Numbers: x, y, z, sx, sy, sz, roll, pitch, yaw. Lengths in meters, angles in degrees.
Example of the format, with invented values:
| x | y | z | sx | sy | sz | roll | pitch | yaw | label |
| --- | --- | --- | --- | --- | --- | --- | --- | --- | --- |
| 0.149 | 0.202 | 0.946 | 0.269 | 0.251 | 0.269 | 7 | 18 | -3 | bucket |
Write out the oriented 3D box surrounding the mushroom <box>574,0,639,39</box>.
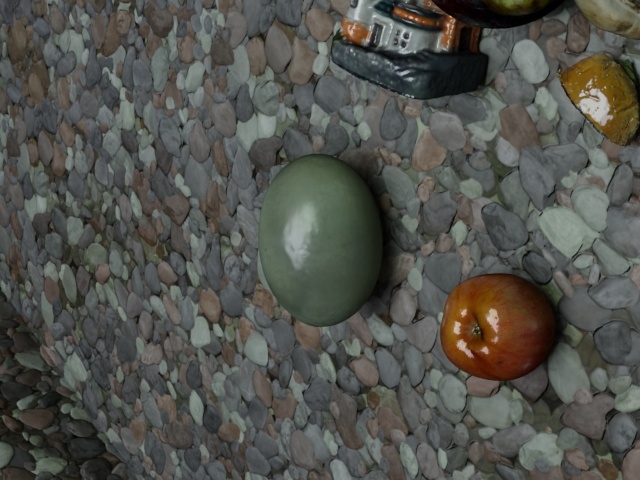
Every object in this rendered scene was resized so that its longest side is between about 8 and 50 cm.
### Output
| x | y | z | sx | sy | sz | roll | pitch | yaw | label |
| --- | --- | --- | --- | --- | --- | --- | --- | --- | --- |
| 0.492 | -0.415 | 1.618 | 0.254 | 0.184 | 0.255 | 2 | 103 | 9 | mushroom |

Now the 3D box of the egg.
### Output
| x | y | z | sx | sy | sz | roll | pitch | yaw | label |
| --- | --- | --- | --- | --- | --- | --- | --- | --- | --- |
| 0.000 | 0.000 | 2.231 | 0.258 | 0.258 | 0.352 | 6 | 108 | 47 | egg |

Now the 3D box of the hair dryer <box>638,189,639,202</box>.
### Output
| x | y | z | sx | sy | sz | roll | pitch | yaw | label |
| --- | --- | --- | --- | --- | --- | --- | --- | --- | --- |
| 0.659 | -0.057 | 1.608 | 0.352 | 0.125 | 0.210 | -33 | 72 | 37 | hair dryer |

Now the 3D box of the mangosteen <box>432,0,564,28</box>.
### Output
| x | y | z | sx | sy | sz | roll | pitch | yaw | label |
| --- | --- | --- | --- | --- | --- | --- | --- | --- | --- |
| 0.287 | -0.496 | 1.755 | 0.330 | 0.330 | 0.330 | 14 | 109 | 46 | mangosteen |

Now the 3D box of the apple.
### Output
| x | y | z | sx | sy | sz | roll | pitch | yaw | label |
| --- | --- | --- | --- | --- | --- | --- | --- | --- | --- |
| 0.314 | 0.155 | 1.987 | 0.209 | 0.164 | 0.210 | 10 | 104 | 45 | apple |

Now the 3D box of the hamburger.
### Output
| x | y | z | sx | sy | sz | roll | pitch | yaw | label |
| --- | --- | --- | --- | --- | --- | --- | --- | --- | --- |
| 0.462 | -0.244 | 1.785 | 0.176 | 0.087 | 0.102 | 57 | 136 | 26 | hamburger |

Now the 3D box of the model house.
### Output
| x | y | z | sx | sy | sz | roll | pitch | yaw | label |
| --- | --- | --- | --- | --- | --- | --- | --- | --- | --- |
| 0.172 | -0.436 | 1.989 | 0.271 | 0.190 | 0.301 | 34 | 122 | 40 | model house |
